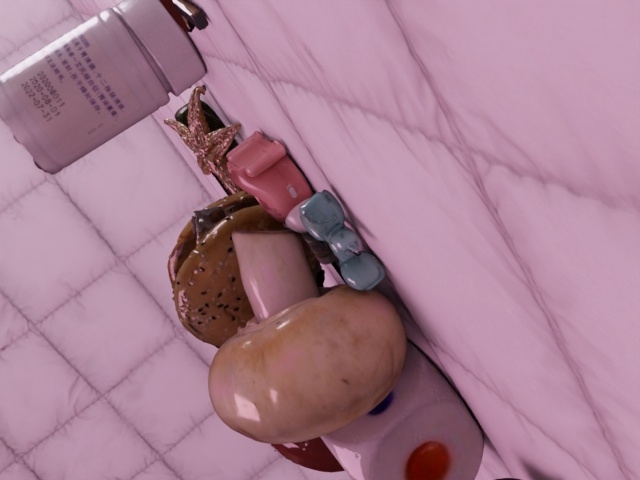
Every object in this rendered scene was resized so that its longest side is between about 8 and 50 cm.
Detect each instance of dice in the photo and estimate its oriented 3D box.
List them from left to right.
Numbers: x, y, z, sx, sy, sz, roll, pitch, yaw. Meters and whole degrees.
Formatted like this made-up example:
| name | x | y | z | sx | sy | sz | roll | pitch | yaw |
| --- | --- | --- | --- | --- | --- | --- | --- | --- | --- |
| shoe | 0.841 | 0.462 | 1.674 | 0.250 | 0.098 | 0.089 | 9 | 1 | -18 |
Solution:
| name | x | y | z | sx | sy | sz | roll | pitch | yaw |
| --- | --- | --- | --- | --- | --- | --- | --- | --- | --- |
| dice | 0.138 | 0.349 | 1.414 | 0.259 | 0.243 | 0.251 | 53 | 173 | -30 |

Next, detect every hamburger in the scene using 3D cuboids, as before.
| name | x | y | z | sx | sy | sz | roll | pitch | yaw |
| --- | --- | --- | --- | --- | --- | --- | --- | --- | --- |
| hamburger | -0.151 | 0.066 | 1.458 | 0.195 | 0.276 | 0.318 | -128 | 37 | -56 |

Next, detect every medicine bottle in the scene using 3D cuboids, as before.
| name | x | y | z | sx | sy | sz | roll | pitch | yaw |
| --- | --- | --- | --- | --- | --- | --- | --- | --- | --- |
| medicine bottle | -0.384 | -0.279 | 1.326 | 0.190 | 0.332 | 0.190 | 56 | 175 | 8 |
| medicine bottle | 0.000 | 0.000 | 1.344 | 0.047 | 0.047 | 0.083 | 45 | 169 | 45 |

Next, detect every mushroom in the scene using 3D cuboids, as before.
| name | x | y | z | sx | sy | sz | roll | pitch | yaw |
| --- | --- | --- | --- | --- | --- | --- | --- | --- | --- |
| mushroom | -0.010 | 0.164 | 1.250 | 0.325 | 0.353 | 0.353 | 11 | 152 | 25 |

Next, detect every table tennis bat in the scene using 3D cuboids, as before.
| name | x | y | z | sx | sy | sz | roll | pitch | yaw |
| --- | --- | --- | --- | --- | --- | --- | --- | --- | --- |
| table tennis bat | -0.217 | -0.358 | 1.118 | 0.220 | 0.019 | 0.130 | 47 | 170 | 45 |

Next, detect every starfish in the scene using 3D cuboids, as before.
| name | x | y | z | sx | sy | sz | roll | pitch | yaw |
| --- | --- | --- | --- | --- | --- | --- | --- | --- | --- |
| starfish | -0.214 | -0.184 | 1.512 | 0.295 | 0.048 | 0.231 | 49 | 149 | 16 |

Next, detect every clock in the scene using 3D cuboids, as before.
| name | x | y | z | sx | sy | sz | roll | pitch | yaw |
| --- | --- | --- | --- | --- | --- | --- | --- | --- | --- |
| clock | -0.075 | -0.085 | 1.249 | 0.162 | 0.092 | 0.166 | 53 | 172 | -25 |

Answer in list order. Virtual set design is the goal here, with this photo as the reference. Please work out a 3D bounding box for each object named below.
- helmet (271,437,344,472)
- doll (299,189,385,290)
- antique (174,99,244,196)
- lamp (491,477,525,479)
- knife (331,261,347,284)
| name | x | y | z | sx | sy | sz | roll | pitch | yaw |
| --- | --- | --- | --- | --- | --- | --- | --- | --- | --- |
| helmet | -0.002 | 0.264 | 1.619 | 0.230 | 0.337 | 0.385 | 86 | 175 | -47 |
| doll | 0.032 | 0.005 | 1.128 | 0.159 | 0.059 | 0.159 | 51 | 174 | 9 |
| antique | -0.226 | -0.203 | 1.650 | 0.221 | 0.080 | 0.081 | 56 | 171 | -13 |
| lamp | 0.288 | 0.436 | 1.107 | 0.182 | 0.182 | 0.314 | 50 | 172 | 20 |
| knife | 0.045 | 0.072 | 1.535 | 0.245 | 0.019 | 0.072 | 55 | 176 | -1 |
